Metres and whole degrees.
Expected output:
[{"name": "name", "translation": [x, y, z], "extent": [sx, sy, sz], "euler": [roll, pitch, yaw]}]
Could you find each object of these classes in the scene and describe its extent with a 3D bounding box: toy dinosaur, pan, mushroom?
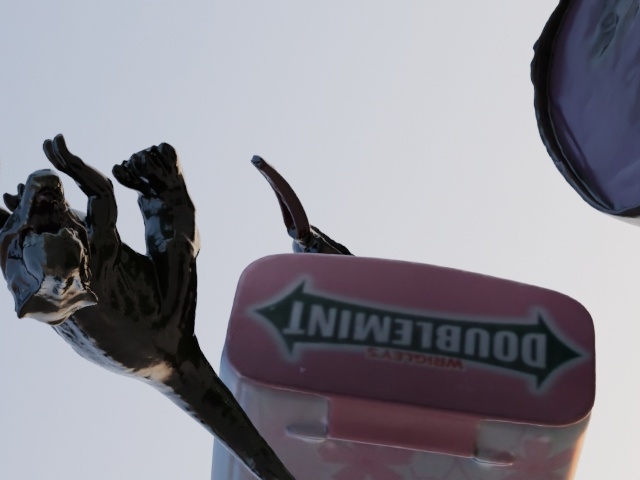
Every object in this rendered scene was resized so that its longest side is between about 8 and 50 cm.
[{"name": "toy dinosaur", "translation": [-0.085, 0.051, 0.733], "extent": [0.187, 0.087, 0.179], "euler": [15, -121, -66]}, {"name": "pan", "translation": [-0.002, 0.002, 1.484], "extent": [0.040, 0.115, 0.212], "euler": [-48, -48, -3]}, {"name": "mushroom", "translation": [0.187, -0.072, 0.908], "extent": [0.117, 0.188, 0.141], "euler": [28, -74, -33]}]

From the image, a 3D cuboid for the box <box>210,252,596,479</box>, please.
[{"name": "box", "translation": [0.030, 0.181, 1.011], "extent": [0.112, 0.190, 0.369], "euler": [-77, -3, -48]}]
